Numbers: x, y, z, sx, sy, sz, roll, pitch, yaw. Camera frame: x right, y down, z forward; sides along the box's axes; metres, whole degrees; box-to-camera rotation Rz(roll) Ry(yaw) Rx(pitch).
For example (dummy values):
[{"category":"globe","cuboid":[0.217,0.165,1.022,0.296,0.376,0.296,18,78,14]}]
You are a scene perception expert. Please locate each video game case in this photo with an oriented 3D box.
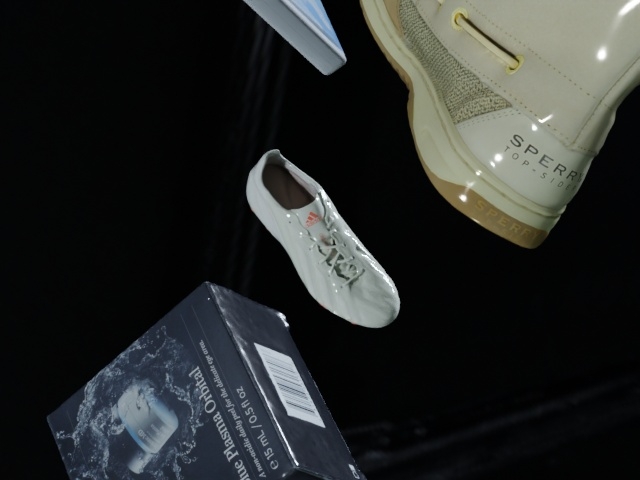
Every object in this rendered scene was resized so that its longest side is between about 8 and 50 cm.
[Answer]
[{"category":"video game case","cuboid":[-0.071,-0.236,1.074,0.023,0.193,0.212,-34,-40,16]}]

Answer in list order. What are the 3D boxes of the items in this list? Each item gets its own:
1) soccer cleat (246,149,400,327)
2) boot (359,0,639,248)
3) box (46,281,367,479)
[{"category":"soccer cleat","cuboid":[0.000,0.000,1.397,0.068,0.196,0.076,-35,-18,-24]},{"category":"boot","cuboid":[0.117,-0.145,0.744,0.095,0.262,0.203,26,-61,-24]},{"category":"box","cuboid":[-0.077,0.141,1.005,0.158,0.156,0.093,-41,-36,17]}]
